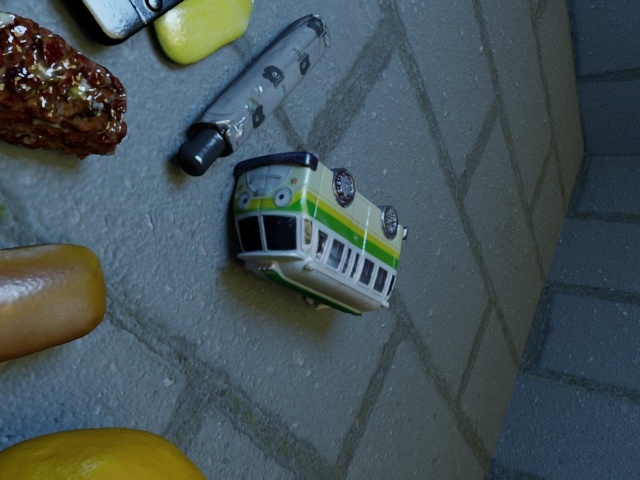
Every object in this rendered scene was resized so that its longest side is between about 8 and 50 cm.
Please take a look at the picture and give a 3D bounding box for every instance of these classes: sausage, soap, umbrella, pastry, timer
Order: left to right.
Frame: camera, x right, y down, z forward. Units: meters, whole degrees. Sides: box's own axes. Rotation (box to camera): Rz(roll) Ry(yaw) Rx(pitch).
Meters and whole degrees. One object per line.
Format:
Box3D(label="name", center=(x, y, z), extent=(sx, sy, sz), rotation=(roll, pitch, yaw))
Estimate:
Box3D(label="sausage", center=(-0.319, 0.063, 0.476), extent=(0.274, 0.105, 0.105), rotation=(-11, 104, -52))
Box3D(label="pastry", center=(-0.275, -0.144, 0.498), extent=(0.208, 0.115, 0.097), rotation=(13, 73, -52))
Box3D(label="timer", center=(-0.211, -0.317, 0.595), extent=(0.187, 0.055, 0.144), rotation=(-51, 124, -30))
Box3D(label="soap", center=(-0.147, -0.285, 0.704), extent=(0.168, 0.033, 0.089), rotation=(-40, 129, -42))
Box3D(label="umbrella", center=(-0.087, -0.211, 0.767), extent=(0.067, 0.073, 0.337), rotation=(49, 56, -23))

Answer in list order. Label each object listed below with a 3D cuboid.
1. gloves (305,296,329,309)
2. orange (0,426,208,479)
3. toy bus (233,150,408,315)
Box3D(label="gloves", center=(0.008, 0.105, 0.977), extent=(0.081, 0.037, 0.044), rotation=(18, 42, -39))
Box3D(label="orange", center=(-0.221, 0.325, 0.486), extent=(0.312, 0.312, 0.312), rotation=(-13, 106, -52))
Box3D(label="toy bus", center=(0.000, 0.000, 0.846), extent=(0.305, 0.143, 0.179), rotation=(32, 64, -50))
